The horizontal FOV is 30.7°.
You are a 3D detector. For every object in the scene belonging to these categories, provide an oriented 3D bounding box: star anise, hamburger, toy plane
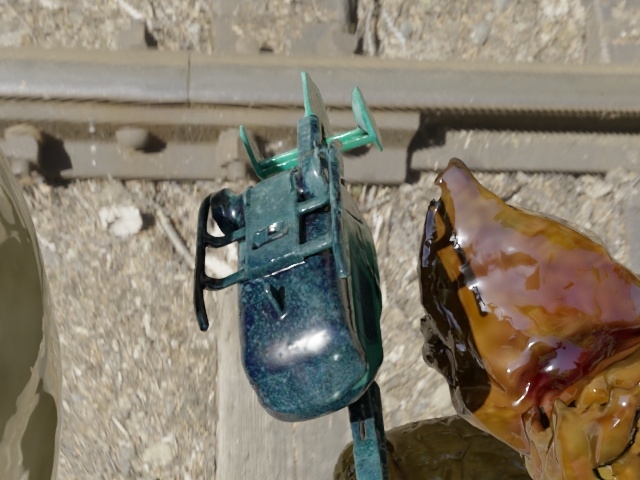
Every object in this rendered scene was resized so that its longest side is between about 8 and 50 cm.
[{"bbox_3d":[0.133,0.126,0.505,0.148,0.237,0.347,-7,77,-3],"label":"star anise"},{"bbox_3d":[0.121,0.220,0.990,0.206,0.130,0.183,-1,36,-16],"label":"hamburger"},{"bbox_3d":[0.000,0.000,0.471,0.060,0.096,0.235,-23,39,17],"label":"toy plane"}]

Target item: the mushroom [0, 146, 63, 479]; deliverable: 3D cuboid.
[{"bbox_3d":[-0.251,0.040,0.320,0.353,0.353,0.325,35,72,7],"label":"mushroom"}]
